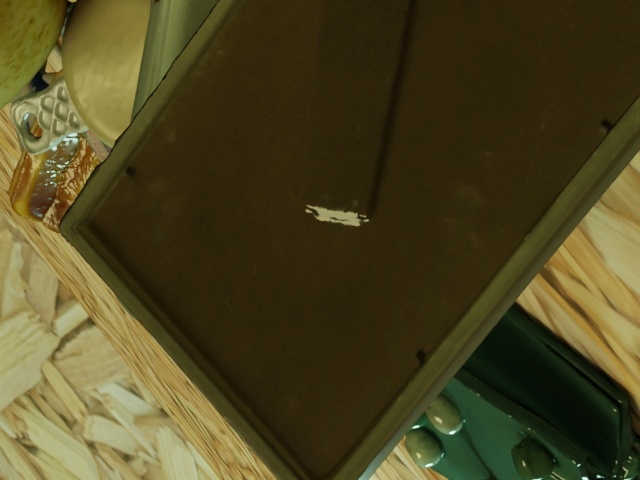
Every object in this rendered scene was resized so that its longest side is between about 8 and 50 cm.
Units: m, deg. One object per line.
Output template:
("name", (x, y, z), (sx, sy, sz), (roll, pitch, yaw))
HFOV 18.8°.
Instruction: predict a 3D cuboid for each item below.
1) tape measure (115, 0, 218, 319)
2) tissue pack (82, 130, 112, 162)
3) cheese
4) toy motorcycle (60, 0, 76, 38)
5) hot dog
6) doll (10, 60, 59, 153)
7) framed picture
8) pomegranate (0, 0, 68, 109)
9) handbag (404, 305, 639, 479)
("tape measure", (-0.007, -0.054, 1.099), (0.246, 0.243, 0.125), (9, 179, -12))
("tissue pack", (-0.165, -0.104, 1.838), (0.148, 0.060, 0.108), (5, 131, 55))
("cheese", (-0.167, -0.143, 1.525), (0.249, 0.071, 0.163), (5, 111, 39))
("toy motorcycle", (-0.128, -0.141, 1.629), (0.229, 0.094, 0.129), (21, 154, 41))
("hot dog", (-0.253, -0.104, 2.017), (0.104, 0.076, 0.250), (21, 133, -7))
("doll", (-0.317, -0.162, 2.136), (0.293, 0.119, 0.138), (48, 124, 12))
("framed picture", (0.019, -0.049, 0.955), (0.232, 0.315, 0.024), (47, -158, 24))
("pomegranate", (-0.357, -0.258, 1.472), (0.416, 0.417, 0.416), (48, 167, 15))
("handbag", (0.137, 0.151, 1.467), (0.274, 0.100, 0.268), (42, 163, 37))
